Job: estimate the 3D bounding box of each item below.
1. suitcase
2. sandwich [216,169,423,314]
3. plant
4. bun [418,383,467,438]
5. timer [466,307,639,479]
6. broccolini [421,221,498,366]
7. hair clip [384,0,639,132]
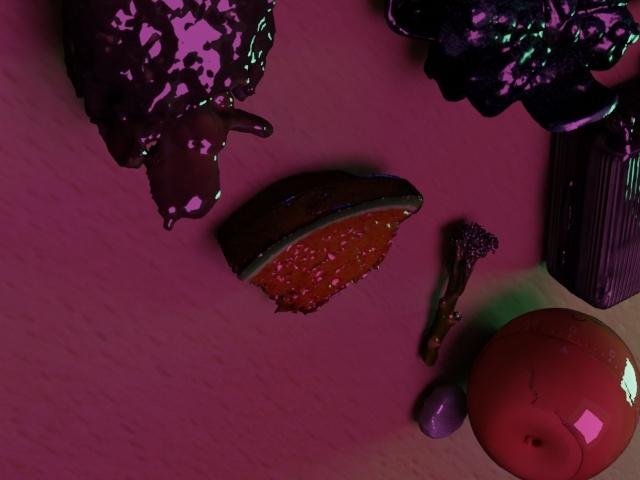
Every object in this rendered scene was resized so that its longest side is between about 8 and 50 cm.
[{"bbox_3d":[0.405,-0.070,1.448,0.202,0.128,0.312,-23,132,-25],"label":"suitcase"},{"bbox_3d":[0.002,-0.011,1.209,0.235,0.079,0.159,-32,144,-13],"label":"sandwich"},{"bbox_3d":[-0.123,-0.164,0.914,0.178,0.204,0.234,-19,119,-16],"label":"plant"},{"bbox_3d":[0.168,0.235,1.529,0.083,0.045,0.083,-20,127,-30],"label":"bun"},{"bbox_3d":[0.313,0.207,1.487,0.215,0.229,0.230,-53,151,-49],"label":"timer"},{"bbox_3d":[0.166,0.068,1.423,0.067,0.058,0.216,-10,134,-32],"label":"broccolini"},{"bbox_3d":[0.223,-0.236,1.152,0.310,0.194,0.206,-23,124,-24],"label":"hair clip"}]
